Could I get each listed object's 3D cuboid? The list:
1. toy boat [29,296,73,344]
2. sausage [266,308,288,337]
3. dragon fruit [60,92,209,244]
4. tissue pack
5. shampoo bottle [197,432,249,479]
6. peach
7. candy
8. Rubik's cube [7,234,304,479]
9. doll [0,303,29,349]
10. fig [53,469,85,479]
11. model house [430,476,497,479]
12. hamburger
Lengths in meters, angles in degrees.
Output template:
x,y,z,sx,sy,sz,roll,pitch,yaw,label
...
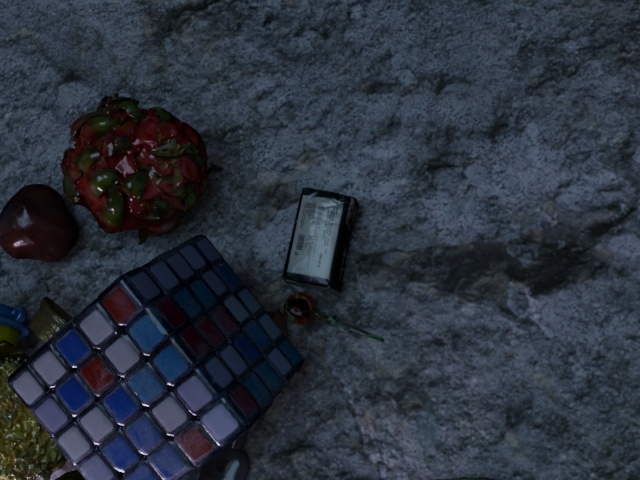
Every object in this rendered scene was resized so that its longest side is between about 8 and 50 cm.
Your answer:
x,y,z,sx,sy,sz,roll,pitch,yaw,label
-0.457,0.179,1.599,0.188,0.116,0.061,38,83,19,toy boat
-0.246,0.161,1.570,0.371,0.082,0.082,-2,78,15,sausage
-0.340,-0.130,1.577,0.302,0.237,0.231,14,72,37,dragon fruit
0.001,-0.001,1.531,0.103,0.090,0.170,10,83,17,tissue pack
-0.163,0.393,1.518,0.080,0.040,0.165,18,85,19,shampoo bottle
-0.530,-0.033,1.652,0.152,0.152,0.152,-3,78,14,peach
0.023,0.140,1.527,0.184,0.049,0.056,20,91,10,candy
-0.246,0.205,1.391,0.293,0.292,0.287,-39,89,22,Rubik's cube
-0.652,0.274,1.620,0.199,0.145,0.363,31,83,38,doll
-0.396,0.520,1.453,0.239,0.239,0.271,-41,81,4,fig
0.212,0.481,1.339,0.214,0.195,0.189,8,100,59,model house
-0.531,0.304,1.517,0.261,0.138,0.243,40,66,-22,hamburger
